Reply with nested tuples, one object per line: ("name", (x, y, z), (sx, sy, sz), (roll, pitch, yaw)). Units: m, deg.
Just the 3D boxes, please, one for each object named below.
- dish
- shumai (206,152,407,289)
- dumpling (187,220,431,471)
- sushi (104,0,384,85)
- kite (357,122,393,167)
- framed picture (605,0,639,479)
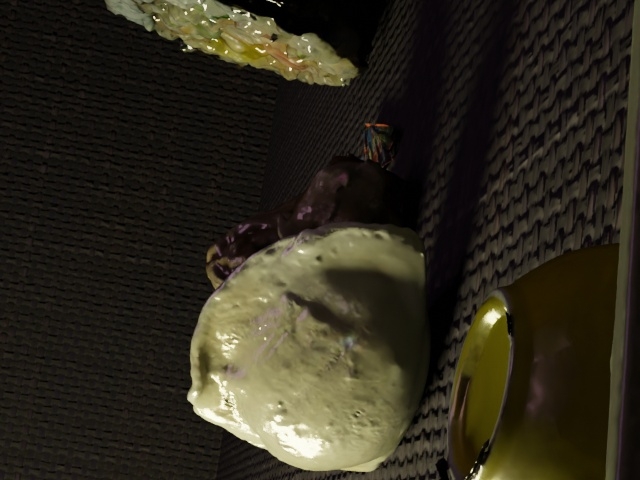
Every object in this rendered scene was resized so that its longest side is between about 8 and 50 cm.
("dish", (0.102, 0.076, 0.624), (0.149, 0.080, 0.208), (-89, 13, -52))
("shumai", (0.000, 0.000, 1.240), (0.206, 0.166, 0.175), (34, 106, 55))
("dumpling", (-0.008, 0.086, 1.044), (0.131, 0.179, 0.252), (-82, 5, -49))
("sushi", (-0.064, -0.353, 1.571), (0.328, 0.328, 0.285), (161, 130, -83))
("kite", (0.050, -0.049, 1.444), (0.183, 0.014, 0.241), (-92, 14, -46))
("framed picture", (0.119, 0.085, 0.276), (0.326, 0.028, 0.446), (136, 140, -80))
